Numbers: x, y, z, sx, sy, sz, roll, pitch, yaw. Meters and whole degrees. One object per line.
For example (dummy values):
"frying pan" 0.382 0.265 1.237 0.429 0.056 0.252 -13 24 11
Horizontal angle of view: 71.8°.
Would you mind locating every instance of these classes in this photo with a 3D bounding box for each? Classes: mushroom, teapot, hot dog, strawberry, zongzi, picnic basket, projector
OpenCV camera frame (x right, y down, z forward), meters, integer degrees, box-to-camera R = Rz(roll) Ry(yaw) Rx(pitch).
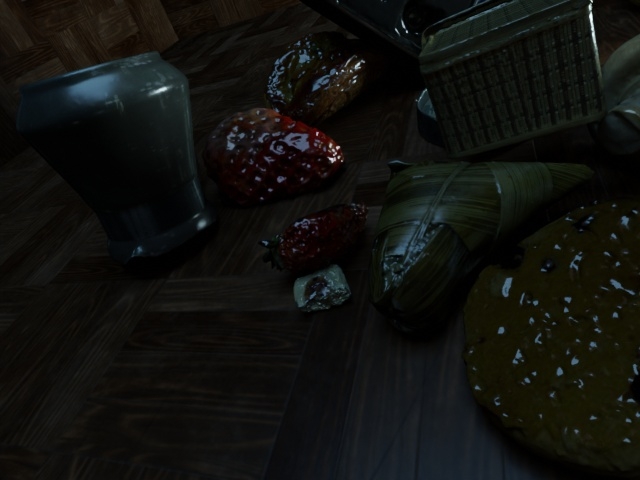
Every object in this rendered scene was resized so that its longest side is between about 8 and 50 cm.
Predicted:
"mushroom" 0.482 -0.206 0.641 0.209 0.206 0.206 0 34 -14
"teapot" -0.365 -0.171 0.899 0.306 0.361 0.376 -8 27 12
"hot dog" 0.013 -0.452 1.215 0.267 0.174 0.387 30 59 36
"strawberry" -0.003 0.001 0.721 0.140 0.085 0.192 -29 -9 36
"zongzi" 0.217 -0.008 0.592 0.288 0.134 0.286 -2 46 22
"picnic basket" 0.292 -0.289 0.708 0.228 0.175 0.313 -13 26 27
"strawberry" -0.111 -0.208 0.992 0.336 0.149 0.265 8 44 32
"projector" 0.160 -0.673 1.192 0.242 0.395 0.405 -62 21 19

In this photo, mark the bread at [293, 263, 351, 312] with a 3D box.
"bread" 0.001 0.073 0.674 0.083 0.035 0.070 -21 34 6

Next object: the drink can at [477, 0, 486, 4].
"drink can" 0.511 -0.727 1.365 0.205 0.118 0.118 -39 40 -20

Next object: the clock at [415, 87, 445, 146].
"clock" 0.358 -0.300 0.946 0.313 0.061 0.312 -14 36 11

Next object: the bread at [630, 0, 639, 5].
"bread" 0.883 -0.680 1.041 0.270 0.211 0.315 -22 33 2

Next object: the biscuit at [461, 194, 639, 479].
"biscuit" 0.277 0.082 0.429 0.296 0.075 0.296 -38 30 27
